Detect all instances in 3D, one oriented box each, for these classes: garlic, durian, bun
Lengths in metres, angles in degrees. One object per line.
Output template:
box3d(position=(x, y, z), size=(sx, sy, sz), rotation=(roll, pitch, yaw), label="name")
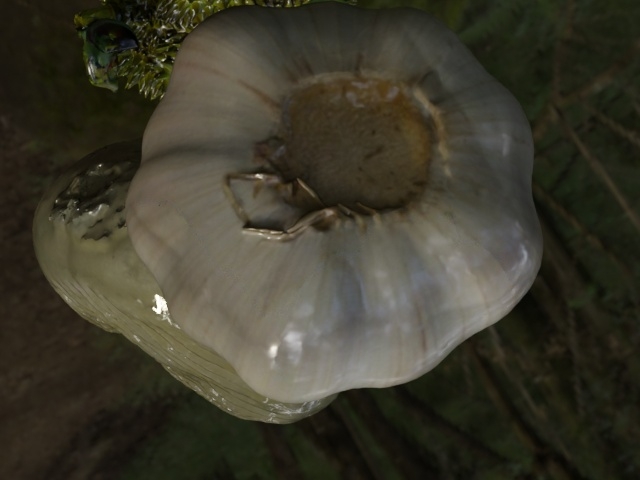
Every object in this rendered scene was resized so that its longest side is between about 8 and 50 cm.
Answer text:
box3d(position=(0.000, 0.000, 0.689), size=(0.199, 0.199, 0.226), rotation=(-25, 165, -17), label="garlic")
box3d(position=(-0.066, -0.165, 0.959), size=(0.198, 0.146, 0.159), rotation=(-44, 120, 8), label="durian")
box3d(position=(-0.094, 0.024, 1.284), size=(0.234, 0.326, 0.362), rotation=(-52, 173, -7), label="bun")
